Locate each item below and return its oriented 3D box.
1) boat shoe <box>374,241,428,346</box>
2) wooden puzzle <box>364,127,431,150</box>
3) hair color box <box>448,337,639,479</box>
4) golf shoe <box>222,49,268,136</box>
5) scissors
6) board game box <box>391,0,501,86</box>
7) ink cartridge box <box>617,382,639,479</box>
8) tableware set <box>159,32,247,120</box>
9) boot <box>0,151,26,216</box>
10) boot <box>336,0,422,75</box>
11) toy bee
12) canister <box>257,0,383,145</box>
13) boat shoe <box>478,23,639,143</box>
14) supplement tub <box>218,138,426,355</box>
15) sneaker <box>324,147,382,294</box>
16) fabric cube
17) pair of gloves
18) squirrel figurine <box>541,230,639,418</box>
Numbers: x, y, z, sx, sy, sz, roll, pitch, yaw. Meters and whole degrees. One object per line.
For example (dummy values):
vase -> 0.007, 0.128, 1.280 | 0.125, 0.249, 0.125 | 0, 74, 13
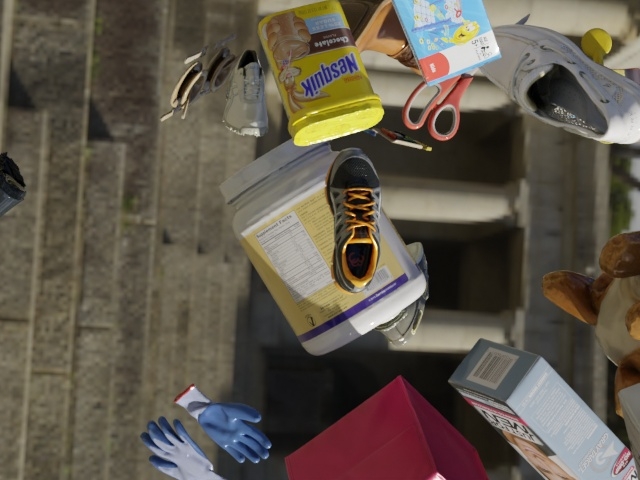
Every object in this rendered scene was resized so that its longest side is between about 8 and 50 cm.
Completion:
boat shoe -> 0.167, 0.106, 2.551 | 0.091, 0.109, 0.305 | 56, 27, -17
wooden puzzle -> 0.135, -0.180, 2.190 | 0.078, 0.116, 0.014 | 31, -72, 43
hair color box -> 0.428, 0.350, 2.346 | 0.113, 0.374, 0.185 | -52, -154, -13
golf shoe -> -0.112, -0.224, 1.897 | 0.176, 0.069, 0.086 | -104, -159, -52
scissors -> 0.262, -0.315, 2.281 | 0.297, 0.109, 0.021 | -56, -172, 1
board game box -> 0.079, -0.374, 1.327 | 0.308, 0.086, 0.302 | -101, 166, -46
ink cartridge box -> 0.448, 0.242, 1.508 | 0.082, 0.140, 0.190 | -108, 176, -53
tableware set -> -0.190, -0.271, 2.126 | 0.128, 0.039, 0.194 | -62, 170, 31
boot -> -0.537, -0.023, 1.849 | 0.207, 0.094, 0.246 | -37, -157, 13
boot -> 0.103, -0.330, 2.039 | 0.109, 0.220, 0.283 | 15, -109, 38
toy bee -> 0.523, -0.292, 2.281 | 0.298, 0.162, 0.195 | -48, 124, -56
canister -> -0.003, -0.224, 1.667 | 0.073, 0.126, 0.170 | 109, -37, -70
boat shoe -> 0.282, -0.200, 1.569 | 0.277, 0.096, 0.098 | 34, -56, 40
supplement tub -> 0.000, 0.000, 2.114 | 0.331, 0.241, 0.241 | 59, -14, 1
sneaker -> 0.055, -0.027, 1.813 | 0.083, 0.084, 0.214 | -160, -114, -81
fabric cube -> 0.131, 0.441, 2.115 | 0.258, 0.254, 0.259 | -36, -149, 11
pair of gloves -> -0.165, 0.290, 1.827 | 0.198, 0.159, 0.023 | -46, -173, 30
squirrel figurine -> 0.593, 0.048, 1.842 | 0.281, 0.397, 0.370 | -108, -147, -43
